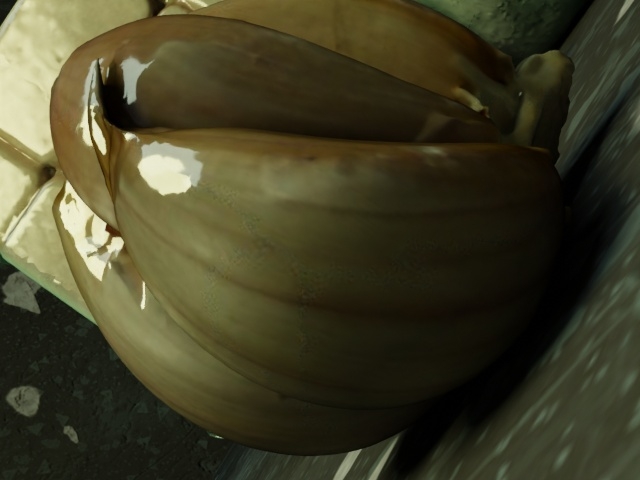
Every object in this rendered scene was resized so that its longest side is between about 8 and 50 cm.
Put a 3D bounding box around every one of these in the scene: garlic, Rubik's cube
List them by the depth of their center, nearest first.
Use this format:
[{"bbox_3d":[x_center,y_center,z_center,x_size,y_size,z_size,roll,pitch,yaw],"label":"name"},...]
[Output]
[{"bbox_3d":[-0.006,0.002,0.454,0.214,0.191,0.160,-79,-5,-60],"label":"garlic"},{"bbox_3d":[-0.086,-0.068,1.069,0.318,0.316,0.322,-56,-14,0],"label":"Rubik's cube"}]

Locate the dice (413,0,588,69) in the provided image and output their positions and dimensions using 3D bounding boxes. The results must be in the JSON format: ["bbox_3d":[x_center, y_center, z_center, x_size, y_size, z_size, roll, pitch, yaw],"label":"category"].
[{"bbox_3d":[0.102,-0.337,1.066,0.328,0.348,0.330,-59,-2,-4],"label":"dice"}]

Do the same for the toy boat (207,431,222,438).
[{"bbox_3d":[-0.049,0.106,1.331,0.296,0.114,0.122,-57,-9,28],"label":"toy boat"}]

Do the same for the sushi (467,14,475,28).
[{"bbox_3d":[0.057,-0.001,0.859,0.192,0.043,0.279,-64,-3,-55],"label":"sushi"}]
